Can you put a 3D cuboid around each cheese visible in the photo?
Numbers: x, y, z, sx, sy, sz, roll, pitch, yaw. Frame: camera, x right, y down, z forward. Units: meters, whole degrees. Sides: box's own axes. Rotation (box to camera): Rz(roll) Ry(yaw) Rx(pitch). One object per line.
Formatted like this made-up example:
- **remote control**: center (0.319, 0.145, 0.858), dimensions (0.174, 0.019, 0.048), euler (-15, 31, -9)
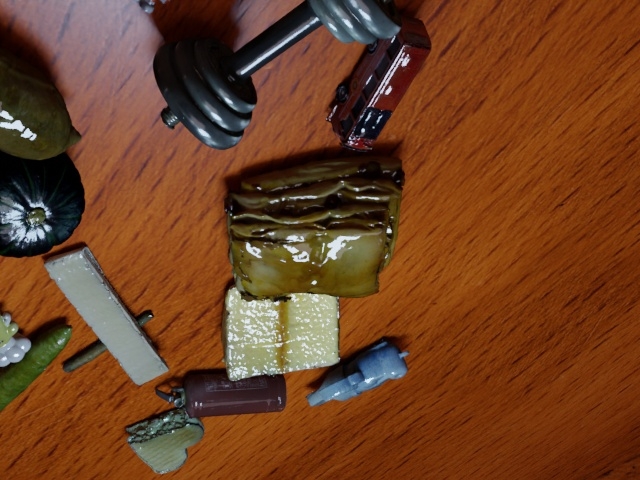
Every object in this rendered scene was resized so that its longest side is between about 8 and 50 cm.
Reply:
- **cheese**: center (-0.394, 0.150, 1.878), dimensions (0.085, 0.034, 0.400), euler (-22, 136, 0)

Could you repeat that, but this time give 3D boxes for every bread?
- **bread**: center (0.000, 0.000, 1.756), dimensions (0.324, 0.167, 0.277), euler (-12, 143, -9)
- **bread**: center (-0.364, 0.454, 2.279), dimensions (0.172, 0.064, 0.232), euler (7, 136, -28)
- **bread**: center (-0.077, 0.162, 1.958), dimensions (0.240, 0.135, 0.178), euler (-6, 142, -10)

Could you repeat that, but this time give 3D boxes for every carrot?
- **carrot**: center (-0.596, 0.263, 1.947), dimensions (0.358, 0.074, 0.074), euler (-39, 138, 22)

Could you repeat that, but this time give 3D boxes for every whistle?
- **whistle**: center (0.086, 0.307, 2.243), dimensions (0.269, 0.093, 0.180), euler (-34, 165, 23)

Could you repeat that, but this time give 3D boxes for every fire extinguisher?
- **fire extinguisher**: center (-0.215, 0.332, 2.163), dimensions (0.269, 0.105, 0.105), euler (-1, 140, -20)

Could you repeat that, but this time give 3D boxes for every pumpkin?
- **pumpkin**: center (-0.450, -0.066, 1.514), dimensions (0.194, 0.150, 0.194), euler (-20, 148, -13)

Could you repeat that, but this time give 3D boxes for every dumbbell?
- **dumbbell**: center (-0.060, -0.275, 1.374), dimensions (0.406, 0.179, 0.179), euler (-32, 141, 19)

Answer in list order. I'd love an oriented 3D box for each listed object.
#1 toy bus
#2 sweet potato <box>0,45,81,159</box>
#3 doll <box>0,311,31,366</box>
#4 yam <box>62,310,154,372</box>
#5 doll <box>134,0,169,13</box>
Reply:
- **toy bus**: center (0.088, -0.240, 1.546), dimensions (0.073, 0.096, 0.235), euler (8, 135, -25)
- **sweet potato**: center (-0.476, -0.233, 1.321), dimensions (0.130, 0.130, 0.422), euler (-29, 135, 16)
- **doll**: center (-0.598, 0.176, 1.836), dimensions (0.106, 0.062, 0.162), euler (-16, 144, 6)
- **yam**: center (-0.419, 0.200, 1.967), dimensions (0.234, 0.027, 0.029), euler (-33, 114, 19)
- **doll**: center (-0.194, -0.361, 1.306), dimensions (0.094, 0.079, 0.180), euler (40, 133, -21)
